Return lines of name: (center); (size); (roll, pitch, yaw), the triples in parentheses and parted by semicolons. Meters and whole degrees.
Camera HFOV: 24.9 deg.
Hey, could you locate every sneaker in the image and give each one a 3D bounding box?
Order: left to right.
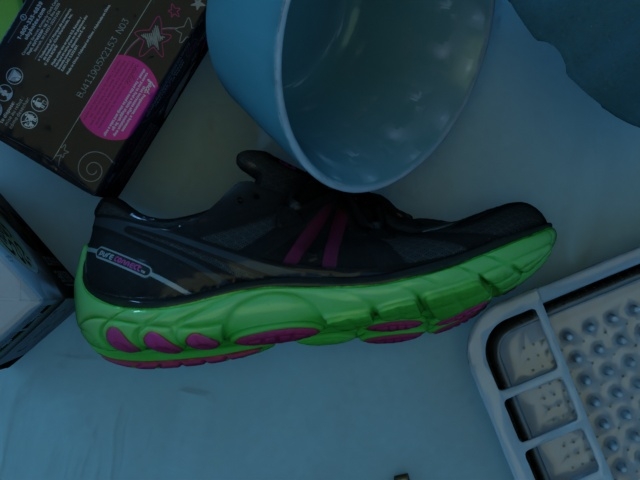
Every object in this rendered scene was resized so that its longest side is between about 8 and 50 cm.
sneaker: (0.000, 0.000, 1.414); (0.483, 0.185, 0.202); (-5, 75, -10)

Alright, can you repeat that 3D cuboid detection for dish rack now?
dish rack: (0.338, 0.150, 1.468); (0.333, 0.072, 0.285); (-22, 90, 2)

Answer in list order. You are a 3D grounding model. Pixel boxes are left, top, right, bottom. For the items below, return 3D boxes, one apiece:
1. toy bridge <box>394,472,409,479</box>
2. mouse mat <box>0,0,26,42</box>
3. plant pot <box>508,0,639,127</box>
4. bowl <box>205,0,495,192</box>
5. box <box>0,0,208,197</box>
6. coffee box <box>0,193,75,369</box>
toy bridge: (0.007, 0.293, 1.498); (0.188, 0.026, 0.063); (-14, 92, 2)
mouse mat: (-0.386, -0.268, 1.508); (0.152, 0.007, 0.190); (-11, 91, 1)
plant pot: (0.355, -0.297, 1.311); (0.334, 0.341, 0.341); (-41, 90, 30)
bowl: (0.011, -0.214, 1.372); (0.163, 0.311, 0.311); (22, 92, 38)
box: (-0.217, -0.185, 1.439); (0.163, 0.142, 0.247); (31, 89, 2)
coffee box: (-0.333, 0.032, 1.366); (0.119, 0.297, 0.168); (-42, 89, -2)
